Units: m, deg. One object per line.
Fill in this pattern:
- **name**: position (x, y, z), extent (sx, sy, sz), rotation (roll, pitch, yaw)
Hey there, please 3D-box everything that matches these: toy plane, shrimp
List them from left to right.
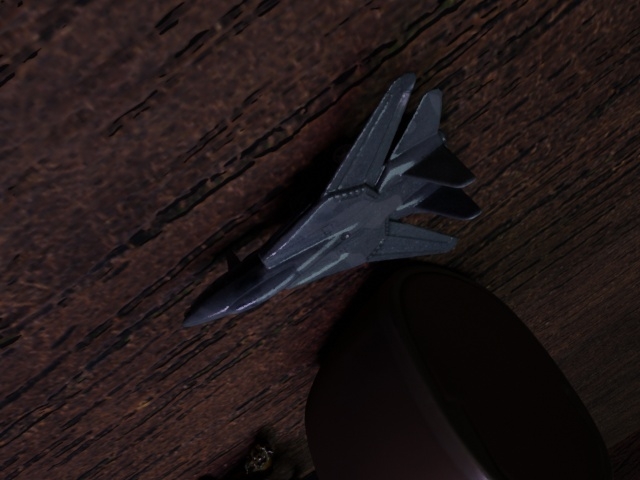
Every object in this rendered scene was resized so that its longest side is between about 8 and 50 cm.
- **shrimp**: position (-0.127, 0.346, 0.730), extent (0.125, 0.034, 0.178), rotation (-12, 146, -19)
- **toy plane**: position (-0.004, -0.008, 0.415), extent (0.268, 0.088, 0.212), rotation (-26, 139, 6)

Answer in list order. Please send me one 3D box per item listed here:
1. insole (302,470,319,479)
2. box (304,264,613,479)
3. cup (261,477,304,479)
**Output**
- **insole**: position (0.002, 0.450, 0.938), extent (0.232, 0.003, 0.080), rotation (-39, 140, 8)
- **box**: position (0.134, 0.205, 0.557), extent (0.301, 0.300, 0.216), rotation (11, 129, -39)
- **cup**: position (-0.085, 0.461, 0.767), extent (0.258, 0.186, 0.234), rotation (-31, 159, -54)
